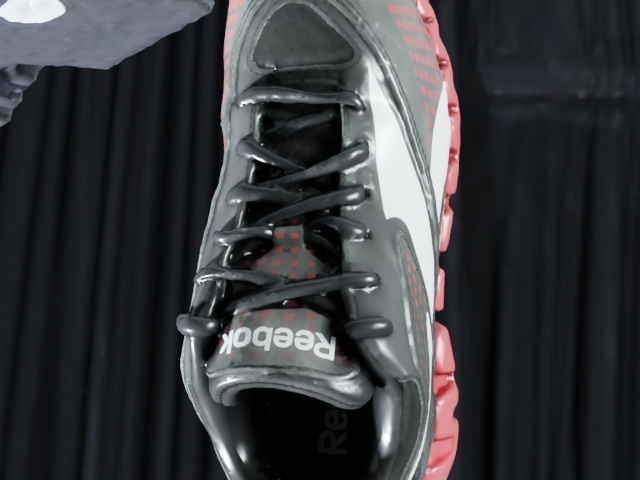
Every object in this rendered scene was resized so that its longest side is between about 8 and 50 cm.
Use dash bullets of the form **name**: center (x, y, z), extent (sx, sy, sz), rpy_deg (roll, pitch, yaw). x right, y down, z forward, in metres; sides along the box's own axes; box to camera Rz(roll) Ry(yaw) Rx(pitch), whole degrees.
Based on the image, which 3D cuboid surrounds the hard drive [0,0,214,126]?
- **hard drive**: center (-0.227, -0.072, 0.342), extent (0.237, 0.064, 0.339), rpy_deg (-20, 163, 41)

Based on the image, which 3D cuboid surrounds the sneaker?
- **sneaker**: center (0.000, 0.000, 0.560), extent (0.097, 0.276, 0.135), rpy_deg (0, -173, 16)
